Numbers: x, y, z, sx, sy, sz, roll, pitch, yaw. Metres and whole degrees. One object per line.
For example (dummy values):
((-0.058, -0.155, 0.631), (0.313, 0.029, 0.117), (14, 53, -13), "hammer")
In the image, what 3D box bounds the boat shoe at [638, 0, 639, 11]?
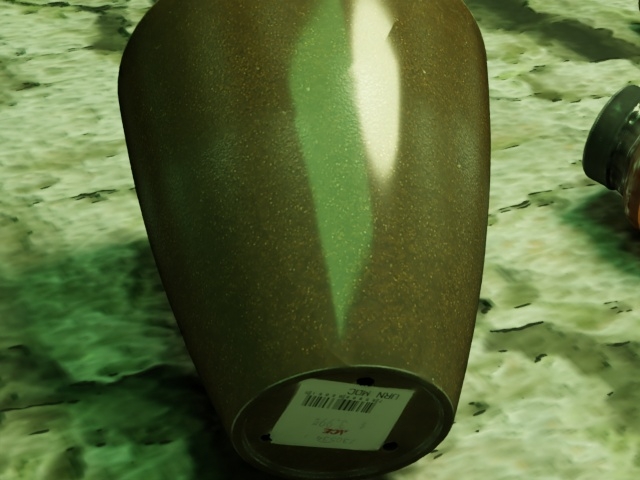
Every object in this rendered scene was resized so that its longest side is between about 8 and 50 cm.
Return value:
((0.314, -0.164, 1.038), (0.060, 0.064, 0.178), (-11, 42, -25), "boat shoe")

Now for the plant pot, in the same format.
((0.000, 0.000, 0.674), (0.215, 0.215, 0.230), (0, 50, -8), "plant pot")

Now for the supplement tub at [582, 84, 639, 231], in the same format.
((0.268, -0.030, 0.815), (0.198, 0.106, 0.106), (31, 43, 31), "supplement tub")
